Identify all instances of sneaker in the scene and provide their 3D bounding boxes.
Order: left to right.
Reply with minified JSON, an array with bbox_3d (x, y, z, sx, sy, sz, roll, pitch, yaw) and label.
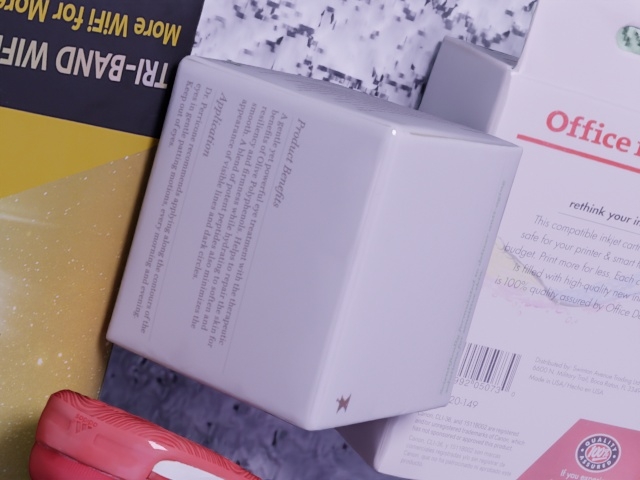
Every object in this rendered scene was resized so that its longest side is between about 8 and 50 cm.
[{"bbox_3d":[-0.061,0.146,0.615,0.128,0.087,0.221,-61,152,-21],"label":"sneaker"}]

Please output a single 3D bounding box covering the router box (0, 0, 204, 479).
[{"bbox_3d":[-0.191,0.011,0.524,0.308,0.081,0.243,3,106,-50],"label":"router box"}]

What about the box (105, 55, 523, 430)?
[{"bbox_3d":[0.000,0.000,0.621,0.102,0.087,0.101,1,107,-59],"label":"box"}]

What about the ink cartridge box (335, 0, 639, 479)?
[{"bbox_3d":[0.089,-0.003,0.702,0.115,0.067,0.198,15,101,-23],"label":"ink cartridge box"}]
